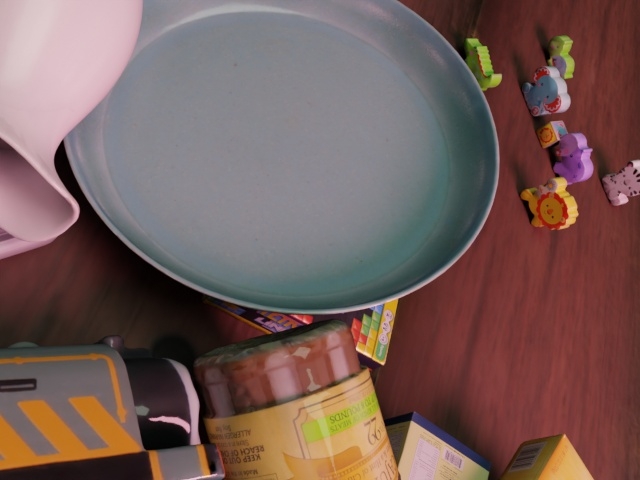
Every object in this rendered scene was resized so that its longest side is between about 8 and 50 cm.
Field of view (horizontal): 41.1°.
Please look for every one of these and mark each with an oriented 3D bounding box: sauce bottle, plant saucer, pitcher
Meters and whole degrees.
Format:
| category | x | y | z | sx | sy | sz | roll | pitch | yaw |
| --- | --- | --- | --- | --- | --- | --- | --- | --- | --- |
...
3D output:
| category | x | y | z | sx | sy | sz | roll | pitch | yaw |
| --- | --- | --- | --- | --- | --- | --- | --- | --- | --- |
| sauce bottle | 0.016 | 0.224 | 0.535 | 0.111 | 0.111 | 0.344 | -17 | 90 | -40 |
| plant saucer | -0.026 | -0.081 | 0.631 | 0.318 | 0.043 | 0.317 | 6 | 58 | -10 |
| pitcher | -0.202 | -0.125 | 0.503 | 0.178 | 0.125 | 0.207 | 26 | 54 | -27 |

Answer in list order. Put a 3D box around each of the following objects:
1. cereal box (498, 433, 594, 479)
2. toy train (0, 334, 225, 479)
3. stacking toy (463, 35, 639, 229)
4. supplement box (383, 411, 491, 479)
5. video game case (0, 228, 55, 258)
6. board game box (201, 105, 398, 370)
| category | x | y | z | sx | sy | sz | roll | pitch | yaw |
| --- | --- | --- | --- | --- | --- | --- | --- | --- | --- |
| cereal box | 0.192 | 0.288 | 0.618 | 0.240 | 0.047 | 0.173 | 56 | 44 | -6 |
| toy train | -0.193 | 0.136 | 0.416 | 0.334 | 0.142 | 0.190 | 1 | 60 | -36 |
| stacking toy | 0.256 | -0.125 | 0.913 | 0.167 | 0.052 | 0.221 | -13 | 77 | -40 |
| supplement box | 0.071 | 0.187 | 0.631 | 0.083 | 0.056 | 0.083 | 36 | 53 | -19 |
| video game case | -0.260 | -0.054 | 0.484 | 0.173 | 0.022 | 0.190 | 61 | 32 | 2 |
| board game box | 0.000 | 0.000 | 0.670 | 0.141 | 0.048 | 0.170 | 30 | 55 | -23 |
